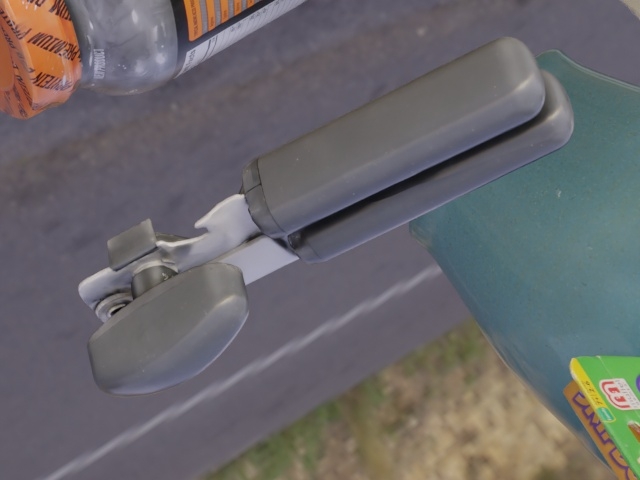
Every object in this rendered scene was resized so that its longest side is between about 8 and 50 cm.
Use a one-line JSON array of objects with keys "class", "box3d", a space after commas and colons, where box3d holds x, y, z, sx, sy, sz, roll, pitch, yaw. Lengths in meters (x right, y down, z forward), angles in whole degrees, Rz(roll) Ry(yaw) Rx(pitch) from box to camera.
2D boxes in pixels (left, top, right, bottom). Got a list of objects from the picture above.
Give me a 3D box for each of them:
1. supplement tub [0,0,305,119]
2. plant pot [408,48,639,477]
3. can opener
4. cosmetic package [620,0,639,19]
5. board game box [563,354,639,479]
[{"class": "supplement tub", "box3d": [-0.071, -0.208, 0.931, 0.316, 0.193, 0.193, -33, 168, -22]}, {"class": "plant pot", "box3d": [0.216, 0.003, 1.240, 0.271, 0.255, 0.271, -47, 166, -16]}, {"class": "can opener", "box3d": [0.000, 0.000, 0.862, 0.283, 0.095, 0.076, -25, 148, 21]}, {"class": "cosmetic package", "box3d": [0.293, -0.243, 0.980, 0.129, 0.153, 0.296, 24, 114, -39]}, {"class": "board game box", "box3d": [0.225, 0.113, 0.823, 0.259, 0.124, 0.039, 7, 132, -44]}]
